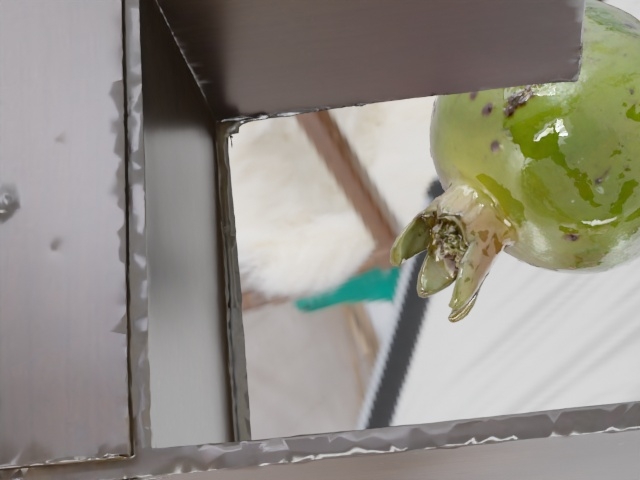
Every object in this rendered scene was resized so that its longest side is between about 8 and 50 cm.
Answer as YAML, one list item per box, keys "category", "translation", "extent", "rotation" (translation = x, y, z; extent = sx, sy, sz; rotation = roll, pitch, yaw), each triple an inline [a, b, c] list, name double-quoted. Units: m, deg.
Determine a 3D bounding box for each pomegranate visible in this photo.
- category: "pomegranate"
  translation: [0.163, -0.048, 0.978]
  extent: [0.198, 0.198, 0.246]
  rotation: [44, 55, -43]

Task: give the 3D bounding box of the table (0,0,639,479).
- category: "table"
  translation: [0.000, 0.000, 0.660]
  extent: [0.196, 0.282, 0.250]
  rotation: [68, 17, -68]
